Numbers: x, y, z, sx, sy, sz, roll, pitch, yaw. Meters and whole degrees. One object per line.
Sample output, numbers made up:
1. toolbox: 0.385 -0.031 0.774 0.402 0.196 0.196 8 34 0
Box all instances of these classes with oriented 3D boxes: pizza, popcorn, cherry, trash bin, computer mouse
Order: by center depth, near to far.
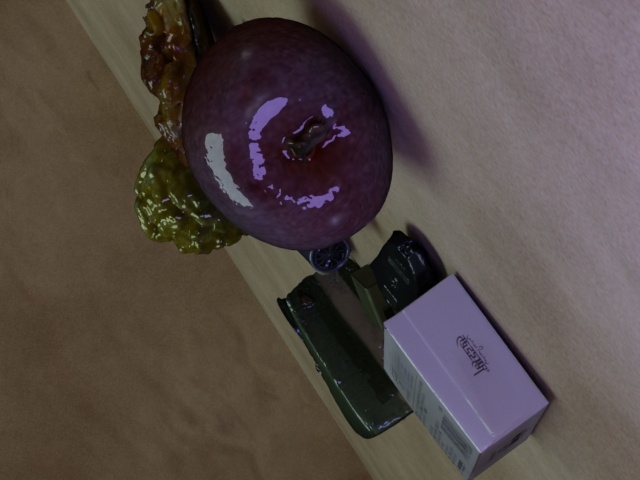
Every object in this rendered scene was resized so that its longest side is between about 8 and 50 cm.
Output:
1. cherry: -0.038 -0.122 1.524 0.261 0.221 0.307 60 -172 -15
2. computer mouse: 0.119 0.040 1.795 0.099 0.057 0.172 54 160 20
3. pizza: -0.194 -0.230 2.056 0.277 0.114 0.408 -95 -9 -46
4. trash bin: 0.087 0.090 2.176 0.061 0.043 0.092 44 165 52
5. popcorn: -0.212 -0.084 2.464 0.249 0.249 0.225 53 160 13

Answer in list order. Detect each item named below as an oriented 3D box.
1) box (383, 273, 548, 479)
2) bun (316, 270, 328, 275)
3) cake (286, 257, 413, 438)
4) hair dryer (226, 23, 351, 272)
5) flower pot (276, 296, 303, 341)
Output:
1. box: 0.182 0.186 1.781 0.203 0.116 0.274 53 171 16
2. bun: 0.000 0.000 2.219 0.115 0.069 0.115 54 173 10
3. cake: 0.077 0.180 2.231 0.283 0.158 0.172 61 169 -15
4. hair dryer: -0.072 -0.144 1.971 0.301 0.121 0.361 52 165 55
5. flower pot: 0.002 0.145 2.629 0.157 0.107 0.157 50 169 14
